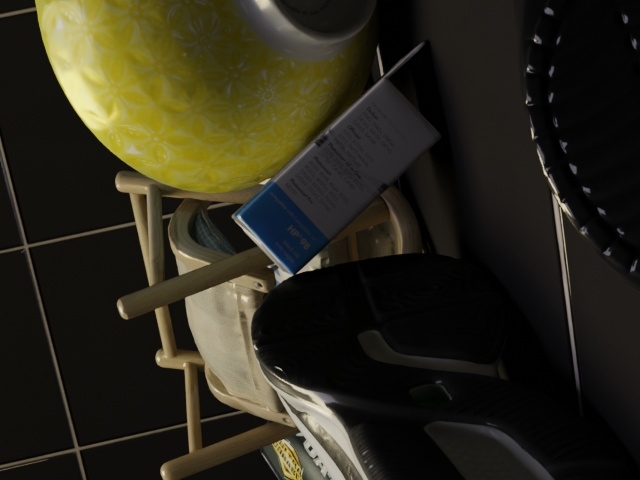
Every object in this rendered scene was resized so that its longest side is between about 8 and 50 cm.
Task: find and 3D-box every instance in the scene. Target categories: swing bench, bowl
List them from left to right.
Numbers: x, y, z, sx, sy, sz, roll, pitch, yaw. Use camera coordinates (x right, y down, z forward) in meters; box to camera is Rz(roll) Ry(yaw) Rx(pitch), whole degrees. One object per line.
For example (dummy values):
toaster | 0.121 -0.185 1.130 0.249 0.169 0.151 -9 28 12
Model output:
bowl | -0.049 -0.188 1.169 0.156 0.289 0.289 -12 91 50
swing bench | -0.034 0.066 1.379 0.253 0.255 0.165 84 178 -46

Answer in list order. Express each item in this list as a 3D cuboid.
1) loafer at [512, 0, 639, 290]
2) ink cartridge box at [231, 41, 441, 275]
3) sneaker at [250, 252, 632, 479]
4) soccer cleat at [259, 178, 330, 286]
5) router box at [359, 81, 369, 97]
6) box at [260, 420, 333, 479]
loafer | 0.110 -0.085 0.553 0.078 0.080 0.220 10 -118 -60
ink cartridge box | 0.022 -0.057 1.132 0.060 0.180 0.104 47 177 -4
sneaker | 0.068 0.184 0.987 0.447 0.169 0.257 -122 22 -67
soccer cleat | 0.000 0.000 1.685 0.143 0.116 0.331 60 172 20
router box | 0.021 -0.101 1.466 0.179 0.046 0.133 -146 43 -82
box | 0.029 0.225 1.539 0.220 0.051 0.175 54 143 32
